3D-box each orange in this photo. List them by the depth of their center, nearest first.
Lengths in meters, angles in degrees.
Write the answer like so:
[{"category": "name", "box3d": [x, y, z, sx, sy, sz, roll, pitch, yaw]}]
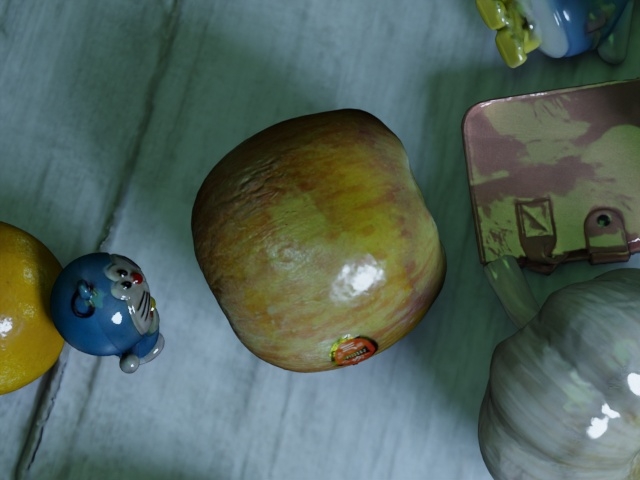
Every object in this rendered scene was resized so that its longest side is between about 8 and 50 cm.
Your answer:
[{"category": "orange", "box3d": [-0.288, 0.060, 1.025, 0.136, 0.159, 0.159, 5, 68, -30]}]

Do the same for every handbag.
[{"category": "handbag", "box3d": [0.234, -0.054, 0.998, 0.213, 0.059, 0.157, -8, 70, 8]}]

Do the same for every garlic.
[{"category": "garlic", "box3d": [0.191, 0.095, 0.900, 0.218, 0.218, 0.212, -41, 53, -4]}]

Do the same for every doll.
[{"category": "doll", "box3d": [-0.178, 0.060, 0.993, 0.085, 0.152, 0.114, -26, 67, 0]}, {"category": "doll", "box3d": [0.256, -0.240, 1.036, 0.241, 0.099, 0.135, -28, 64, 3]}]

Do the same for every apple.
[{"category": "apple", "box3d": [0.000, 0.000, 0.947, 0.188, 0.211, 0.211, -25, 69, 7]}]
